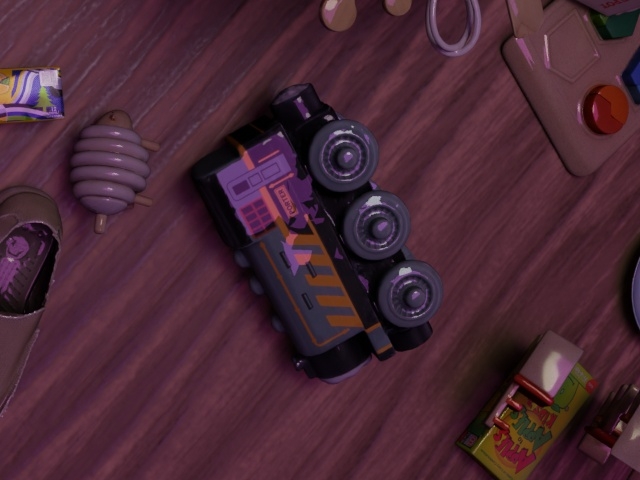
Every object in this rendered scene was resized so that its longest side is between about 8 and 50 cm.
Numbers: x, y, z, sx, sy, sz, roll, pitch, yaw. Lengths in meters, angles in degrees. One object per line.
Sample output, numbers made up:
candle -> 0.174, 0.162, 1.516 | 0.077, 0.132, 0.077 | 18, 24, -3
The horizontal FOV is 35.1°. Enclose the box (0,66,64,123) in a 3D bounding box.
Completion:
box -> -0.339, -0.139, 0.984 | 0.168, 0.059, 0.054 | -6, 101, -22

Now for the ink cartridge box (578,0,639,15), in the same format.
ink cartridge box -> 0.299, -0.358, 1.144 | 0.237, 0.172, 0.100 | 21, 84, -19

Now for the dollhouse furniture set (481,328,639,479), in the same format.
dollhouse furniture set -> 0.336, 0.231, 1.189 | 0.259, 0.262, 0.135 | 33, 85, 10

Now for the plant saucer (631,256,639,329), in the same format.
plant saucer -> 0.491, 0.059, 1.382 | 0.194, 0.037, 0.195 | -3, 99, -22

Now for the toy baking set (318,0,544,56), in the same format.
toy baking set -> 0.077, -0.253, 0.802 | 0.256, 0.030, 0.197 | 6, 101, -24

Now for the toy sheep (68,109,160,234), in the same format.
toy sheep -> -0.214, -0.071, 1.035 | 0.091, 0.091, 0.132 | 8, 75, -24

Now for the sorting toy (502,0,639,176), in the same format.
sorting toy -> 0.338, -0.264, 1.270 | 0.229, 0.041, 0.307 | -40, 110, -14

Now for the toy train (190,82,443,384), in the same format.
toy train -> 0.000, 0.000, 1.117 | 0.190, 0.142, 0.334 | -29, 109, -5

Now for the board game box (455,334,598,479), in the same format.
board game box -> 0.267, 0.223, 1.303 | 0.092, 0.043, 0.181 | 44, 79, -22

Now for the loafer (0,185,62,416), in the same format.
loafer -> -0.328, 0.076, 1.000 | 0.101, 0.092, 0.269 | 17, 90, -24
